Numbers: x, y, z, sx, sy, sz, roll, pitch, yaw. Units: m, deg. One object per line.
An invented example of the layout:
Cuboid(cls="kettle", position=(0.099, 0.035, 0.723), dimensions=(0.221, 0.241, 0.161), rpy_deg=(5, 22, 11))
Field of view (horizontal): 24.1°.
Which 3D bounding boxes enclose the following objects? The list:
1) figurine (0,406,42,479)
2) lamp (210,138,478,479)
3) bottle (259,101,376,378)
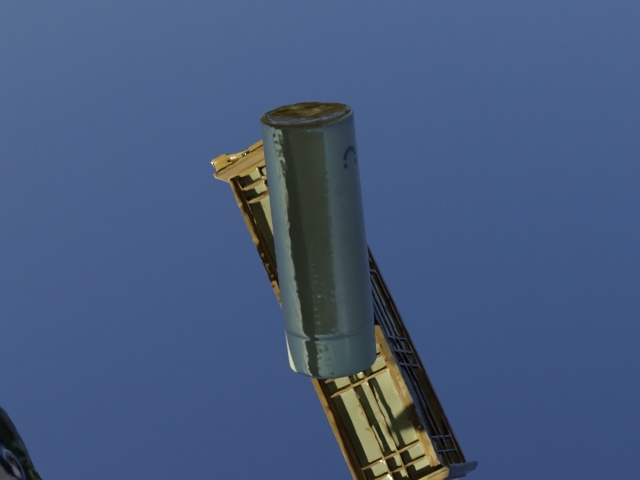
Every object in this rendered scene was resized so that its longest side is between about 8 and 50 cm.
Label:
Cuboid(cls="figurine", position=(-0.268, 0.241, 0.982), dimensions=(0.231, 0.340, 0.323), rpy_deg=(-17, -165, 18))
Cuboid(cls="lamp", position=(0.018, 0.062, 1.250), dimensions=(0.089, 0.090, 0.325), rpy_deg=(-29, -106, 16))
Cuboid(cls="bottle", position=(0.000, 0.000, 1.138), dimensions=(0.072, 0.201, 0.072), rpy_deg=(-6, -162, 2))
